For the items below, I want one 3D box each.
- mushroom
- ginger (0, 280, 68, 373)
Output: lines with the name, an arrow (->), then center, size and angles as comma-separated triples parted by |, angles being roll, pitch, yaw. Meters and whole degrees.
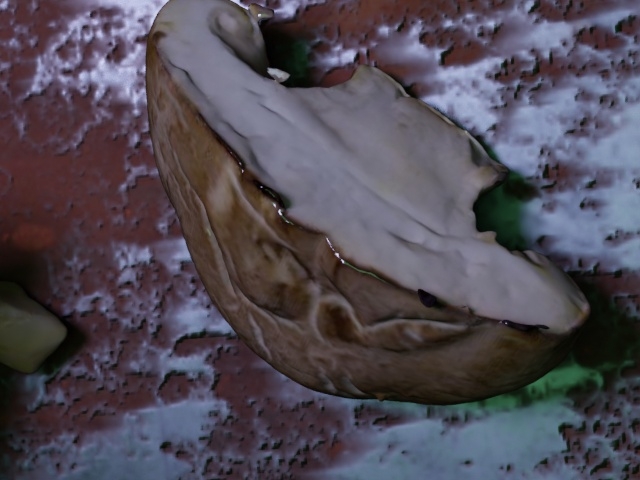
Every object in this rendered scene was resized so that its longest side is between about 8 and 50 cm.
mushroom -> 0.000, 0.000, 0.942 | 0.285, 0.156, 0.151 | 40, 131, 10
ginger -> -0.359, 0.118, 1.026 | 0.413, 0.211, 0.358 | -16, 103, 25
